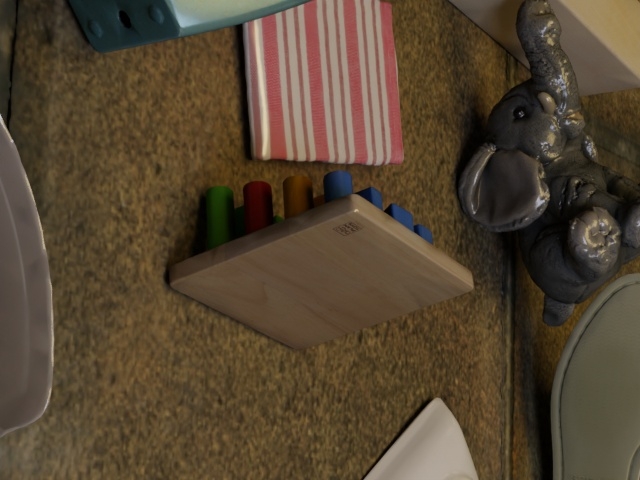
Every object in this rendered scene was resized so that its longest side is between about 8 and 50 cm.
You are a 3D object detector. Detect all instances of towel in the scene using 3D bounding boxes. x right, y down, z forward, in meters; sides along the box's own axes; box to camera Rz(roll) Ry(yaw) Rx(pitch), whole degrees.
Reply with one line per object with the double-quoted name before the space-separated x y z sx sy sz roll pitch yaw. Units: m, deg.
"towel" 0.001 -0.133 1.128 0.197 0.029 0.144 -2 87 -51

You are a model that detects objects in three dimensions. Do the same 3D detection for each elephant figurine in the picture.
"elephant figurine" 0.215 -0.071 1.322 0.239 0.186 0.169 50 -1 13

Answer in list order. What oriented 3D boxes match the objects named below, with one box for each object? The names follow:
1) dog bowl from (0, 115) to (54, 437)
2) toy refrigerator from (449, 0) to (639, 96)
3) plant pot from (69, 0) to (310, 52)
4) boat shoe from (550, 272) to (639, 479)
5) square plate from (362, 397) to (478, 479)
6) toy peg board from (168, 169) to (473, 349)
"dog bowl" -0.269 0.039 0.561 0.349 0.102 0.349 9 79 -55
"toy refrigerator" 0.234 -0.243 1.399 0.269 0.102 0.094 28 63 -48
"plant pot" -0.063 -0.226 0.933 0.234 0.165 0.166 -39 114 -34
"boat shoe" 0.304 0.191 1.391 0.113 0.127 0.340 -19 114 -65
"square plate" 0.087 0.363 1.160 0.347 0.049 0.344 -41 118 -49
"toy peg board" 0.000 0.000 1.007 0.161 0.160 0.079 31 46 -48
